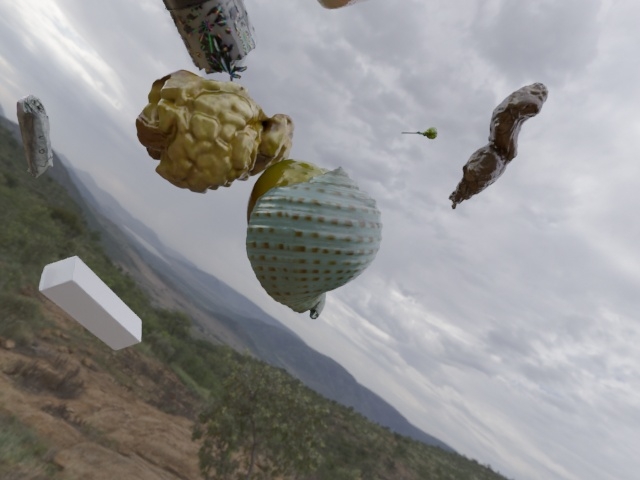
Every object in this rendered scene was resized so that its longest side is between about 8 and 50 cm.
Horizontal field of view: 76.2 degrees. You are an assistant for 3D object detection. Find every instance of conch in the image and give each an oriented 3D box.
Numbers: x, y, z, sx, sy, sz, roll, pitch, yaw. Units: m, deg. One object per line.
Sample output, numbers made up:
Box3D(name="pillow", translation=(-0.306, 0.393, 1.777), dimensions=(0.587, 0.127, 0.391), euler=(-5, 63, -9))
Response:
Box3D(name="conch", translation=(0.007, -0.005, 0.536), dimensions=(0.172, 0.200, 0.131), euler=(16, -26, -40))

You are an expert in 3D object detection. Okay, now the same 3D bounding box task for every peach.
Box3D(name="peach", translation=(-0.041, -0.045, 0.821), dimensions=(0.231, 0.231, 0.231), euler=(34, -15, 10))

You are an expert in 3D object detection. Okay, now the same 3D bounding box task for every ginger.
Box3D(name="ginger", translation=(0.323, -0.176, 0.768), dimensions=(0.084, 0.122, 0.290), euler=(55, -25, 25))

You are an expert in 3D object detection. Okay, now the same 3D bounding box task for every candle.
Box3D(name="candle", translation=(-0.260, -0.519, 1.028), dimensions=(0.187, 0.187, 0.330), euler=(26, -30, 38))

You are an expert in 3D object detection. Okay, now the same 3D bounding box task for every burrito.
Box3D(name="burrito", translation=(-0.657, -0.236, 0.943), dimensions=(0.064, 0.064, 0.203), euler=(33, -51, 14))

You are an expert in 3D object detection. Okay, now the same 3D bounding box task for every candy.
Box3D(name="candy", translation=(0.310, -0.337, 1.277), dimensions=(0.122, 0.035, 0.035), euler=(-1, -35, -12))

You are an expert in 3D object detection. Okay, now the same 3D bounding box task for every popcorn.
Box3D(name="popcorn", translation=(-0.211, -0.210, 0.844), dimensions=(0.332, 0.225, 0.265), euler=(-5, 7, -36))

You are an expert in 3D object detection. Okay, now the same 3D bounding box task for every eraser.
Box3D(name="eraser", translation=(-0.556, 0.166, 1.016), dimensions=(0.298, 0.078, 0.076), euler=(74, -5, -49))

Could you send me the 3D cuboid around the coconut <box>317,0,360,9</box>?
Box3D(name="coconut", translation=(0.066, -0.809, 1.132), dimensions=(0.309, 0.298, 0.297), euler=(27, -4, -43))
